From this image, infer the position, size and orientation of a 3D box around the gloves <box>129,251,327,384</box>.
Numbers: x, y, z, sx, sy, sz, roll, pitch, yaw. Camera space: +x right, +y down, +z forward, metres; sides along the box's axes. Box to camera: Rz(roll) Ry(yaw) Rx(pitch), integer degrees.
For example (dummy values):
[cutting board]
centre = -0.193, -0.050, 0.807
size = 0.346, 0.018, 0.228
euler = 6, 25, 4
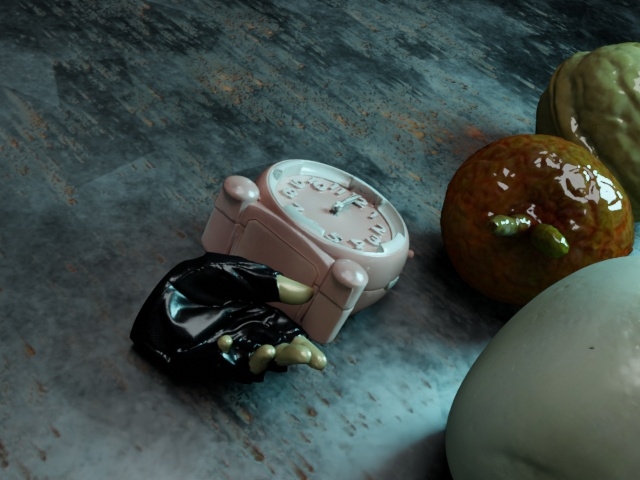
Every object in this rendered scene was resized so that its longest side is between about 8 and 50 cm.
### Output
[gloves]
centre = -0.089, 0.099, 0.758
size = 0.203, 0.124, 0.164
euler = 32, 74, 10

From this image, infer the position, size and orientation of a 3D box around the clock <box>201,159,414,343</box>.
[clock]
centre = 0.000, 0.000, 0.898
size = 0.227, 0.142, 0.241
euler = 37, 35, 15

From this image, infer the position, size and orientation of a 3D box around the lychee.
[lychee]
centre = 0.291, -0.027, 0.935
size = 0.255, 0.255, 0.300
euler = 36, 6, 19

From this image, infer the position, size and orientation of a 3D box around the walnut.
[walnut]
centre = 0.507, -0.183, 1.150
size = 0.313, 0.252, 0.277
euler = 57, 7, 9

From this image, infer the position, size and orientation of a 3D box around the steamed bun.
[steamed bun]
centre = 0.265, 0.152, 0.677
size = 0.206, 0.324, 0.324
euler = 45, 47, 12
